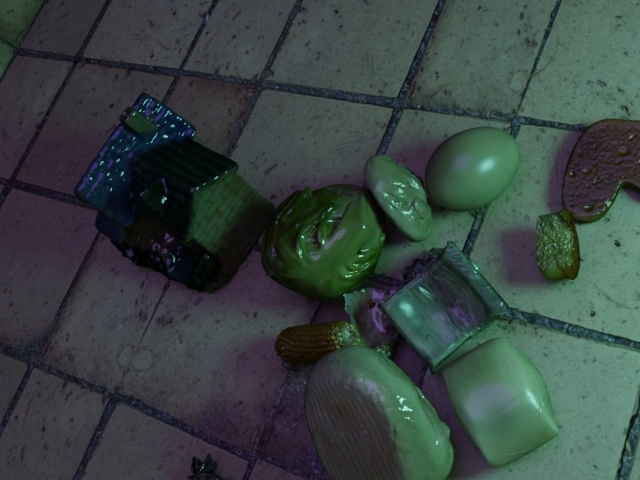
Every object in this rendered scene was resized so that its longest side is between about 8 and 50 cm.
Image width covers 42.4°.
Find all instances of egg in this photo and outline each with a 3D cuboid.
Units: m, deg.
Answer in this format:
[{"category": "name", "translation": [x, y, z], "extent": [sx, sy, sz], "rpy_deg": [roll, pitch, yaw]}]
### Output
[{"category": "egg", "translation": [0.362, -0.173, 1.967], "extent": [0.242, 0.186, 0.186], "rpy_deg": [-35, 56, 4]}]

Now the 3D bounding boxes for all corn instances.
[{"category": "corn", "translation": [-0.013, 0.240, 1.928], "extent": [0.293, 0.106, 0.106], "rpy_deg": [-20, 51, 57]}]

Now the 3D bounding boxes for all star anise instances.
[{"category": "star anise", "translation": [-0.270, 0.573, 1.975], "extent": [0.129, 0.056, 0.124], "rpy_deg": [-12, 63, 37]}]

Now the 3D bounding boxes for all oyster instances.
[{"category": "oyster", "translation": [0.283, 0.070, 1.962], "extent": [0.177, 0.064, 0.125], "rpy_deg": [-27, 63, 10]}, {"category": "oyster", "translation": [0.125, 0.217, 1.946], "extent": [0.162, 0.107, 0.232], "rpy_deg": [5, 54, 15]}]

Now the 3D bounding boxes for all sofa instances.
[{"category": "sofa", "translation": [0.270, 0.149, 1.823], "extent": [0.225, 0.176, 0.210], "rpy_deg": [-38, 81, 0]}]

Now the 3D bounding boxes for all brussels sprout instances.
[{"category": "brussels sprout", "translation": [0.000, 0.000, 2.025], "extent": [0.328, 0.247, 0.328], "rpy_deg": [-12, 62, 24]}]

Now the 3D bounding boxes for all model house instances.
[{"category": "model house", "translation": [-0.423, -0.130, 2.198], "extent": [0.445, 0.400, 0.395], "rpy_deg": [31, 79, 33]}]

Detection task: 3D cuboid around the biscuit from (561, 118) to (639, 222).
[{"category": "biscuit", "translation": [0.701, -0.149, 1.878], "extent": [0.277, 0.052, 0.262], "rpy_deg": [10, 75, 28]}]

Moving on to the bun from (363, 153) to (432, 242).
[{"category": "bun", "translation": [0.199, -0.113, 2.000], "extent": [0.116, 0.237, 0.210], "rpy_deg": [-31, 16, 11]}]

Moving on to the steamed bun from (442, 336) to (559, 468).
[{"category": "steamed bun", "translation": [0.374, 0.330, 1.732], "extent": [0.200, 0.155, 0.250], "rpy_deg": [-31, 59, 9]}]

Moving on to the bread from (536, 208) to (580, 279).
[{"category": "bread", "translation": [0.534, 0.015, 1.833], "extent": [0.086, 0.125, 0.156], "rpy_deg": [-8, 73, 31]}]

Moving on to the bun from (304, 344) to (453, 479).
[{"category": "bun", "translation": [0.126, 0.389, 1.758], "extent": [0.361, 0.361, 0.213], "rpy_deg": [26, 35, 33]}]
